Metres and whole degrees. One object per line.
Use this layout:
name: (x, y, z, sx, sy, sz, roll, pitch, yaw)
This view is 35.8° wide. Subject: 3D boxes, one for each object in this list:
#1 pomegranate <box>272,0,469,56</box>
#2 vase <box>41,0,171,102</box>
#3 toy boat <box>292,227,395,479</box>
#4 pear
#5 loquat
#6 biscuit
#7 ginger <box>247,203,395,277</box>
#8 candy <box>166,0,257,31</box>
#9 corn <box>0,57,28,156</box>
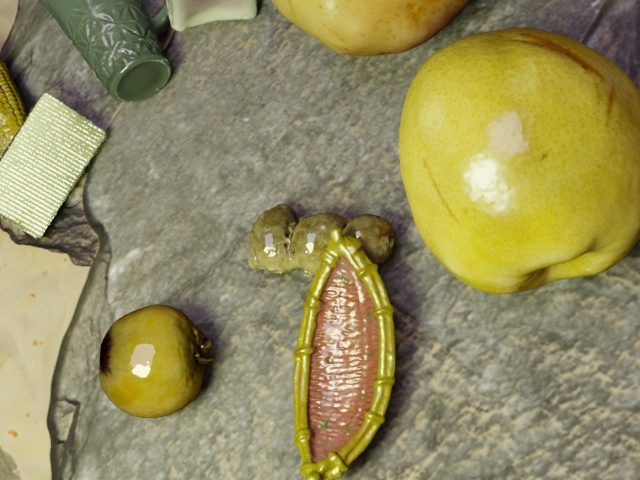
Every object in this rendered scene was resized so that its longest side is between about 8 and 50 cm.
pomegranate: (0.063, -0.412, 1.354, 0.338, 0.338, 0.338, -7, 67, 18)
vase: (-0.335, -0.364, 1.572, 0.251, 0.156, 0.300, -24, 66, -18)
toy boat: (0.026, 0.147, 1.238, 0.141, 0.099, 0.317, 0, 74, 23)
pear: (0.240, -0.095, 1.159, 0.315, 0.314, 0.314, -7, 67, 18)
loquat: (-0.222, 0.159, 1.315, 0.163, 0.137, 0.163, -14, 46, 15)
biscuit: (-0.429, -0.115, 1.527, 0.121, 0.040, 0.199, 33, 82, -9)
ginger: (0.000, 0.000, 1.325, 0.204, 0.080, 0.104, 4, 65, 23)
candy: (-0.192, -0.521, 1.523, 0.145, 0.208, 0.358, -9, 64, -4)
corn: (-0.538, -0.233, 1.614, 0.097, 0.097, 0.261, -35, 63, 5)
